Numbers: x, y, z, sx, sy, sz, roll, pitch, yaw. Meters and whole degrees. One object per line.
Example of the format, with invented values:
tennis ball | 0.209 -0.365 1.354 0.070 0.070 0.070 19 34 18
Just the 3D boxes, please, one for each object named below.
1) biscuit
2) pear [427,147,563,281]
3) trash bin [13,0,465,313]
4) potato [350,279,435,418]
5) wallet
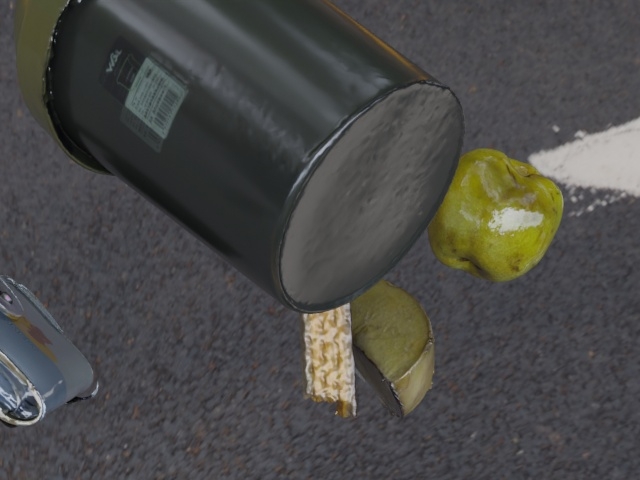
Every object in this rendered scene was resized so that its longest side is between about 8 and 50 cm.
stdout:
biscuit | 0.000 0.000 1.107 0.054 0.094 0.379 -3 84 -3
pear | 0.258 -0.035 1.532 0.200 0.200 0.200 6 66 -14
trash bin | -0.076 -0.114 0.723 0.334 0.214 0.214 36 59 29
potato | 0.085 0.128 1.190 0.098 0.243 0.138 -33 124 -7
wallet | -0.294 0.098 0.949 0.069 0.231 0.170 -42 89 -1
